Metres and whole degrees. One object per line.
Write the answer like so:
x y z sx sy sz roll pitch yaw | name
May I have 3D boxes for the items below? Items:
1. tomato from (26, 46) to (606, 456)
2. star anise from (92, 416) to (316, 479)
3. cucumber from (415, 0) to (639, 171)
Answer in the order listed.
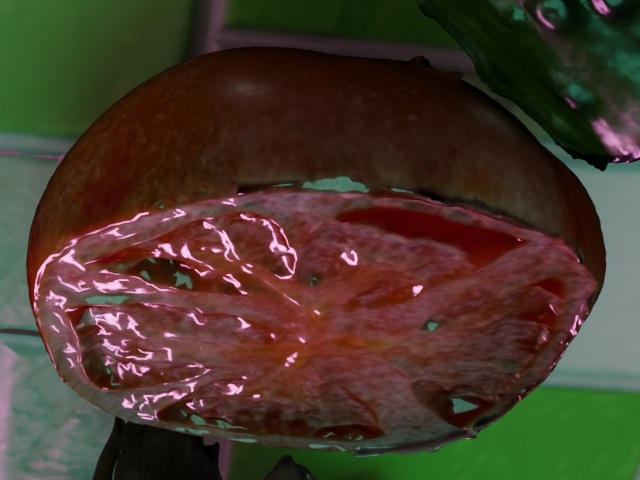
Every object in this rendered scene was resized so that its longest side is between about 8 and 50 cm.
0.000 0.000 0.750 0.236 0.095 0.237 1 150 1 | tomato
-0.051 0.178 0.892 0.229 0.093 0.236 27 135 26 | star anise
0.049 -0.143 0.632 0.244 0.134 0.134 40 119 -22 | cucumber
